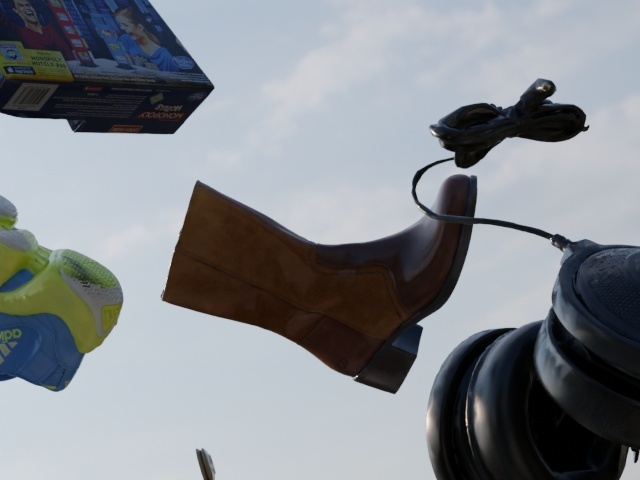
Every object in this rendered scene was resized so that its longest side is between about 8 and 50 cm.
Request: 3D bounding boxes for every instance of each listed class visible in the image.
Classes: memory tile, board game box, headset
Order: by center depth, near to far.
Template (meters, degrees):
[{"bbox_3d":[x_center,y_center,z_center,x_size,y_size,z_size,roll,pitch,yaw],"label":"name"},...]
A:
[{"bbox_3d":[0.185,0.080,0.917,0.185,0.394,0.243,-14,-22,-38],"label":"headset"},{"bbox_3d":[-0.199,-0.170,1.038,0.194,0.194,0.060,-3,-33,-50],"label":"board game box"},{"bbox_3d":[-0.109,0.274,1.540,0.012,0.113,0.148,-16,-8,-5],"label":"memory tile"}]

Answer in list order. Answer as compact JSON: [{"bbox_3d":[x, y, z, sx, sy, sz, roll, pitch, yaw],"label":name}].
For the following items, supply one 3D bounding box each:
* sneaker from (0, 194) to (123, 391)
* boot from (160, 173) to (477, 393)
[{"bbox_3d":[-0.270,0.037,1.156,0.091,0.240,0.126,3,-66,-59],"label":"sneaker"},{"bbox_3d":[0.000,0.000,1.494,0.280,0.096,0.264,24,-59,-3],"label":"boot"}]
